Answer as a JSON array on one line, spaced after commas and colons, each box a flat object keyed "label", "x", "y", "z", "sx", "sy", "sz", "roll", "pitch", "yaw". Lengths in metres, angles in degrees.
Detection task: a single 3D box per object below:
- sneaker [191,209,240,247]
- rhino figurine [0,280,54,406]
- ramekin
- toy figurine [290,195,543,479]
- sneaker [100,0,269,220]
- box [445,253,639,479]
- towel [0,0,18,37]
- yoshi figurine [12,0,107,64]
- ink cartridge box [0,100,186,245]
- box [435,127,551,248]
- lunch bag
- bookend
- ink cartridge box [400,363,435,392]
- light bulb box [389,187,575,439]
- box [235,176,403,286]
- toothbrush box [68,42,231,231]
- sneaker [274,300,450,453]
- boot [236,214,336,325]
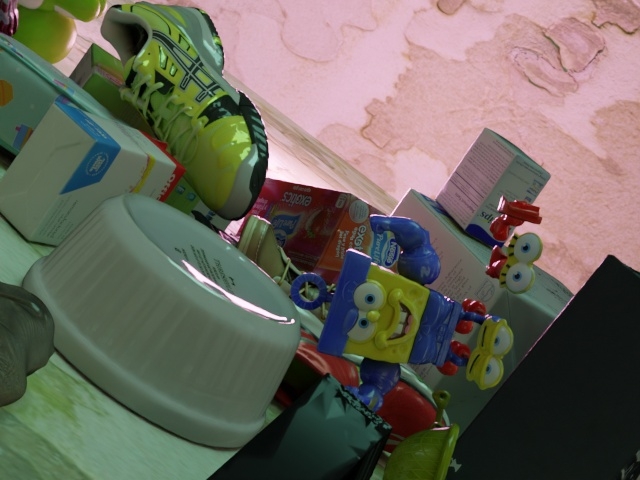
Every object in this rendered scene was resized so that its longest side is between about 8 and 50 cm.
[{"label": "sneaker", "x": -0.132, "y": 0.010, "z": 1.697, "sx": 0.130, "sy": 0.087, "sz": 0.227, "roll": 42, "pitch": 15, "yaw": -3}, {"label": "rhino figurine", "x": -0.259, "y": 0.081, "z": 0.978, "sx": 0.106, "sy": 0.073, "sz": 0.243, "roll": 33, "pitch": 12, "yaw": -5}, {"label": "ramekin", "x": -0.141, "y": 0.065, "z": 1.294, "sx": 0.273, "sy": 0.127, "sz": 0.273, "roll": 35, "pitch": 10, "yaw": -7}, {"label": "toy figurine", "x": 0.063, "y": 0.102, "z": 1.382, "sx": 0.217, "sy": 0.362, "sz": 0.191, "roll": 18, "pitch": 5, "yaw": -7}, {"label": "sneaker", "x": -0.186, "y": -0.168, "z": 1.749, "sx": 0.147, "sy": 0.145, "sz": 0.384, "roll": 6, "pitch": 40, "yaw": -36}, {"label": "box", "x": 0.358, "y": 0.220, "z": 1.661, "sx": 0.179, "sy": 0.343, "sz": 0.312, "roll": 42, "pitch": 12, "yaw": 28}, {"label": "towel", "x": -0.485, "y": -0.344, "z": 1.658, "sx": 0.237, "sy": 0.037, "sz": 0.329, "roll": 30, "pitch": -14, "yaw": -7}, {"label": "yoshi figurine", "x": -0.526, "y": -0.396, "z": 2.148, "sx": 0.362, "sy": 0.203, "sz": 0.203, "roll": 24, "pitch": -32, "yaw": 6}, {"label": "ink cartridge box", "x": -0.243, "y": -0.060, "z": 1.499, "sx": 0.078, "sy": 0.134, "sz": 0.231, "roll": 41, "pitch": 11, "yaw": 24}, {"label": "box", "x": 0.252, "y": -0.077, "z": 1.971, "sx": 0.072, "sy": 0.137, "sz": 0.126, "roll": 29, "pitch": 12, "yaw": -25}, {"label": "lunch bag", "x": -0.336, "y": -0.150, "z": 1.668, "sx": 0.279, "sy": 0.108, "sz": 0.224, "roll": 38, "pitch": 2, "yaw": -6}, {"label": "bookend", "x": -0.032, "y": 0.212, "z": 1.088, "sx": 0.072, "sy": 0.156, "sz": 0.157, "roll": 40, "pitch": 54, "yaw": 17}, {"label": "ink cartridge box", "x": 0.033, "y": 0.137, "z": 1.765, "sx": 0.171, "sy": 0.056, "sz": 0.235, "roll": 29, "pitch": 13, "yaw": -38}, {"label": "light bulb box", "x": 0.259, "y": 0.150, "z": 1.986, "sx": 0.358, "sy": 0.225, "sz": 0.361, "roll": 31, "pitch": 11, "yaw": -28}, {"label": "box", "x": 0.000, "y": 0.000, "z": 1.881, "sx": 0.128, "sy": 0.122, "sz": 0.257, "roll": 29, "pitch": -7, "yaw": -30}, {"label": "toothbrush box", "x": -0.242, "y": -0.143, "z": 1.935, "sx": 0.283, "sy": 0.122, "sz": 0.206, "roll": 35, "pitch": 11, "yaw": -18}, {"label": "sneaker", "x": 0.019, "y": 0.180, "z": 1.484, "sx": 0.279, "sy": 0.107, "sz": 0.118, "roll": 31, "pitch": 29, "yaw": -14}, {"label": "boot", "x": -0.012, "y": 0.060, "z": 1.529, "sx": 0.165, "sy": 0.077, "sz": 0.213, "roll": 15, "pitch": -35, "yaw": 16}]
